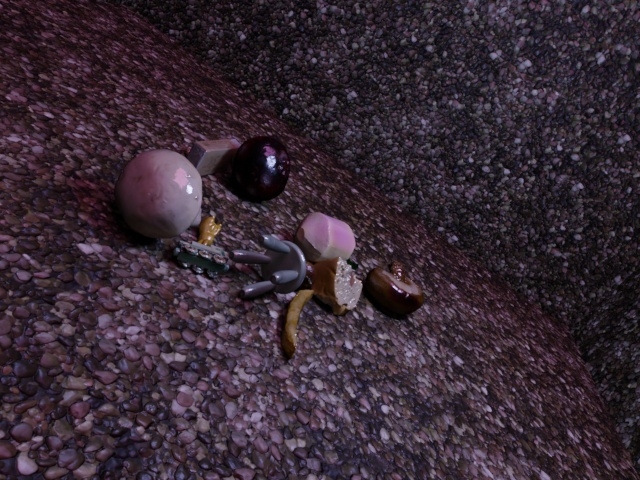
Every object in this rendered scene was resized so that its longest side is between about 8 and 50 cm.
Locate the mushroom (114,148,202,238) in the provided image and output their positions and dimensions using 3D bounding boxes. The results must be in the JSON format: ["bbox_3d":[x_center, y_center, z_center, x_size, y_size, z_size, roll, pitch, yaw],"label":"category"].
[{"bbox_3d":[-0.510,-0.141,1.749,0.314,0.314,0.336,46,4,20],"label":"mushroom"}]

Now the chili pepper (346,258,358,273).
[{"bbox_3d":[0.126,0.127,2.352,0.098,0.061,0.224,28,26,-2],"label":"chili pepper"}]

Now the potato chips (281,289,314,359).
[{"bbox_3d":[-0.087,0.266,1.800,0.080,0.057,0.407,31,24,-6],"label":"potato chips"}]

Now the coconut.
[{"bbox_3d":[0.000,0.000,2.230,0.245,0.233,0.233,19,29,-36],"label":"coconut"}]

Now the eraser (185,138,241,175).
[{"bbox_3d":[-0.484,-0.385,2.353,0.078,0.144,0.343,39,23,8],"label":"eraser"}]

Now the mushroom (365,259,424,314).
[{"bbox_3d":[0.337,0.221,2.354,0.297,0.163,0.278,24,35,-26],"label":"mushroom"}]

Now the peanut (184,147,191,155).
[{"bbox_3d":[-0.593,-0.392,2.346,0.083,0.037,0.037,47,25,28],"label":"peanut"}]

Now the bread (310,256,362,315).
[{"bbox_3d":[0.041,0.201,2.079,0.184,0.224,0.211,27,66,-35],"label":"bread"}]

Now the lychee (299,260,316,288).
[{"bbox_3d":[-0.070,0.133,2.008,0.114,0.114,0.146,22,8,-30],"label":"lychee"}]

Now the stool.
[{"bbox_3d":[-0.182,0.091,1.802,0.199,0.195,0.195,8,60,-56],"label":"stool"}]

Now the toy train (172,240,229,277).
[{"bbox_3d":[-0.405,0.054,1.739,0.194,0.080,0.125,22,17,-25],"label":"toy train"}]

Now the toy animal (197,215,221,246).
[{"bbox_3d":[-0.417,-0.013,1.869,0.070,0.083,0.159,54,24,-34],"label":"toy animal"}]

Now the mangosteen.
[{"bbox_3d":[-0.284,-0.334,2.369,0.294,0.297,0.297,16,23,5],"label":"mangosteen"}]
